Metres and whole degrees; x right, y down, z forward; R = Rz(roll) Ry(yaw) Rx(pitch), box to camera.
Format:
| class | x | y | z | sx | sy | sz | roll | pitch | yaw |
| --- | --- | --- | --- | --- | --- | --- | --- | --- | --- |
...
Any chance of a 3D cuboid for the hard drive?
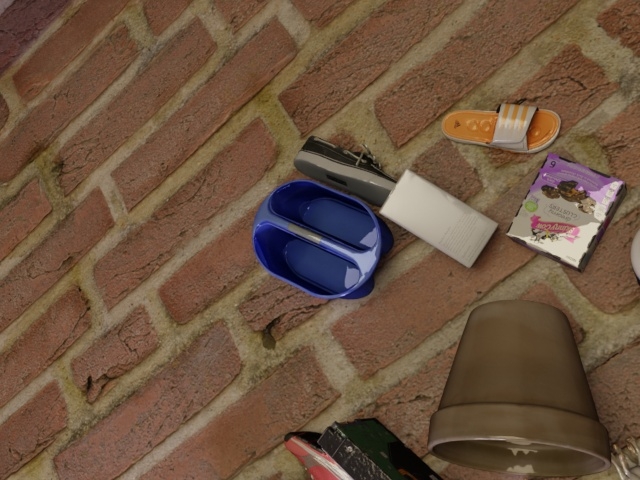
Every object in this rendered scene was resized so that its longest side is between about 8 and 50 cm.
| class | x | y | z | sx | sy | sz | roll | pitch | yaw |
| --- | --- | --- | --- | --- | --- | --- | --- | --- | --- |
| hard drive | 0.171 | 0.491 | 1.391 | 0.339 | 0.237 | 0.064 | 39 | 97 | 27 |

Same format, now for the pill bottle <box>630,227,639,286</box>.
| class | x | y | z | sx | sy | sz | roll | pitch | yaw |
| --- | --- | --- | --- | --- | --- | --- | --- | --- | --- |
| pill bottle | 0.633 | 0.034 | 1.233 | 0.152 | 0.272 | 0.152 | -6 | 77 | 26 |

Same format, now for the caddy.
| class | x | y | z | sx | sy | sz | roll | pitch | yaw |
| --- | --- | --- | --- | --- | --- | --- | --- | --- | --- |
| caddy | 0.000 | 0.000 | 1.618 | 0.341 | 0.179 | 0.241 | 24 | 90 | 29 |

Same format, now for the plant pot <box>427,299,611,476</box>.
| class | x | y | z | sx | sy | sz | roll | pitch | yaw |
| --- | --- | --- | --- | --- | --- | --- | --- | --- | --- |
| plant pot | 0.373 | 0.277 | 1.324 | 0.323 | 0.323 | 0.280 | -6 | 59 | 26 |

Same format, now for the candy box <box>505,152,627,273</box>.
| class | x | y | z | sx | sy | sz | roll | pitch | yaw |
| --- | --- | --- | --- | --- | --- | --- | --- | --- | --- |
| candy box | 0.504 | -0.057 | 1.433 | 0.165 | 0.070 | 0.196 | 29 | 92 | 29 |

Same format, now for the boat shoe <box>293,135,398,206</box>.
| class | x | y | z | sx | sy | sz | roll | pitch | yaw |
| --- | --- | --- | --- | --- | --- | --- | --- | --- | --- |
| boat shoe | 0.091 | -0.168 | 1.649 | 0.306 | 0.113 | 0.104 | 21 | 70 | 23 |

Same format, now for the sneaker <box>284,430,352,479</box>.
| class | x | y | z | sx | sy | sz | roll | pitch | yaw |
| --- | --- | --- | --- | --- | --- | --- | --- | --- | --- |
| sneaker | 0.032 | 0.530 | 1.523 | 0.314 | 0.116 | 0.136 | 25 | 92 | 29 |

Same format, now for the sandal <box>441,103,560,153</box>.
| class | x | y | z | sx | sy | sz | roll | pitch | yaw |
| --- | --- | --- | --- | --- | --- | --- | --- | --- | --- |
| sandal | 0.386 | -0.251 | 1.532 | 0.265 | 0.076 | 0.101 | 7 | 82 | 28 |

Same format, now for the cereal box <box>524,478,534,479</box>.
| class | x | y | z | sx | sy | sz | roll | pitch | yaw |
| --- | --- | --- | --- | --- | --- | --- | --- | --- | --- |
| cereal box | 0.439 | 0.568 | 1.273 | 0.240 | 0.047 | 0.172 | 15 | 84 | 66 |

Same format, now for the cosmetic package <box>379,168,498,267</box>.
| class | x | y | z | sx | sy | sz | roll | pitch | yaw |
| --- | --- | --- | --- | --- | --- | --- | --- | --- | --- |
| cosmetic package | 0.254 | -0.047 | 1.507 | 0.231 | 0.085 | 0.117 | 34 | 94 | 8 |

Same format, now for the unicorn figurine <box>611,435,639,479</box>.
| class | x | y | z | sx | sy | sz | roll | pitch | yaw |
| --- | --- | --- | --- | --- | --- | --- | --- | --- | --- |
| unicorn figurine | 0.562 | 0.429 | 1.260 | 0.111 | 0.162 | 0.060 | 61 | 147 | 8 |
